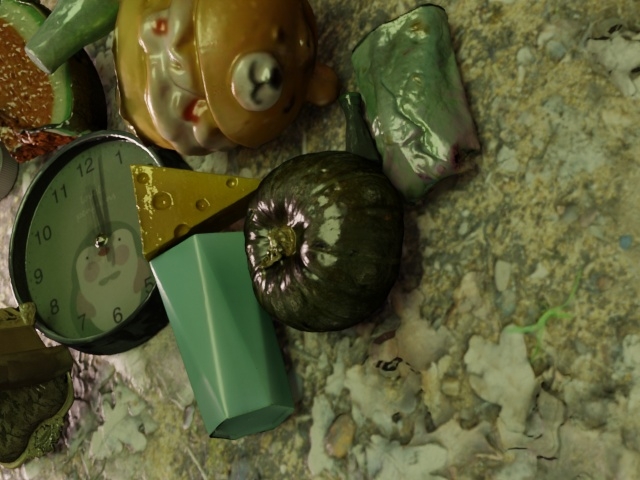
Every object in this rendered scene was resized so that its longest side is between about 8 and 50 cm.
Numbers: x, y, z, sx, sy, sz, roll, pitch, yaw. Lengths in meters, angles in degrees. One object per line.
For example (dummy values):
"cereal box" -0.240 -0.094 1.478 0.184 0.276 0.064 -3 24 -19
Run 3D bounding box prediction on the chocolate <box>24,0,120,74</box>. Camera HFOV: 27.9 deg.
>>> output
"chocolate" -0.300 -0.352 1.811 0.110 0.110 0.291 31 73 35

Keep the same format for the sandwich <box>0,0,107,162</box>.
"sandwich" -0.420 -0.225 1.897 0.292 0.109 0.212 39 94 33

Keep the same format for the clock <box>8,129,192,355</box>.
"clock" -0.304 -0.001 1.794 0.319 0.066 0.318 -10 70 31

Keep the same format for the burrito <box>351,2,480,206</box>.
"burrito" 0.112 -0.164 1.558 0.144 0.089 0.228 -27 61 27

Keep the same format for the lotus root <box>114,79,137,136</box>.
"lotus root" -0.246 -0.201 1.783 0.077 0.090 0.183 -10 33 -7

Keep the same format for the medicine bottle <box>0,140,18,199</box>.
"medicine bottle" -0.547 -0.122 1.921 0.105 0.168 0.105 -9 72 31

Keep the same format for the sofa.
"sofa" -0.474 0.222 1.725 0.258 0.200 0.182 -46 63 31

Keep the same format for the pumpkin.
"pumpkin" 0.000 0.000 1.533 0.224 0.157 0.223 -3 86 48

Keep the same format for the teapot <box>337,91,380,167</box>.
"teapot" 0.045 -0.138 1.621 0.043 0.043 0.110 -24 62 25

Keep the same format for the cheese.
"cheese" -0.146 -0.045 1.644 0.171 0.093 0.126 -11 75 -2

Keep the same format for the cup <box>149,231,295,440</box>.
"cup" -0.119 0.120 1.596 0.134 0.148 0.235 -53 48 50

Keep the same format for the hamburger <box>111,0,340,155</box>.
"hamburger" -0.109 -0.240 1.630 0.237 0.276 0.276 1 77 22
